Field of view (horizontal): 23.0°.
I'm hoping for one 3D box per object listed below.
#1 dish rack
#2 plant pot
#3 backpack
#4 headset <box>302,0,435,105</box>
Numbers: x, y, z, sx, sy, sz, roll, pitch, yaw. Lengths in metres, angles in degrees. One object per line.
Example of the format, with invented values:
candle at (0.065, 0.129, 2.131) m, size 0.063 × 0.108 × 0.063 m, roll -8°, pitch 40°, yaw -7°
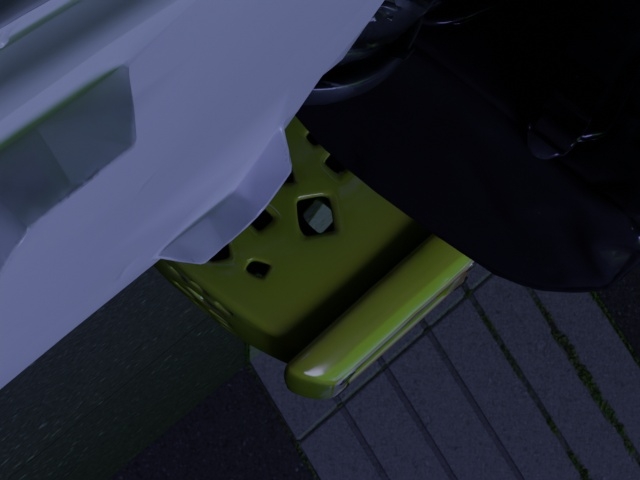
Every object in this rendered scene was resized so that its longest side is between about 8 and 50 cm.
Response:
dish rack at (-0.066, -0.029, 0.459) m, size 0.333 × 0.072 × 0.285 m, roll -44°, pitch 174°, yaw -46°
plant pot at (0.000, 0.000, 1.291) m, size 0.228 × 0.207 × 0.227 m, roll -42°, pitch 173°, yaw -8°
backpack at (0.158, -0.145, 1.050) m, size 0.355 × 0.290 × 0.273 m, roll -49°, pitch 171°, yaw -28°
headset at (0.046, -0.149, 0.685) m, size 0.394 × 0.185 × 0.243 m, roll -14°, pitch 154°, yaw -51°
